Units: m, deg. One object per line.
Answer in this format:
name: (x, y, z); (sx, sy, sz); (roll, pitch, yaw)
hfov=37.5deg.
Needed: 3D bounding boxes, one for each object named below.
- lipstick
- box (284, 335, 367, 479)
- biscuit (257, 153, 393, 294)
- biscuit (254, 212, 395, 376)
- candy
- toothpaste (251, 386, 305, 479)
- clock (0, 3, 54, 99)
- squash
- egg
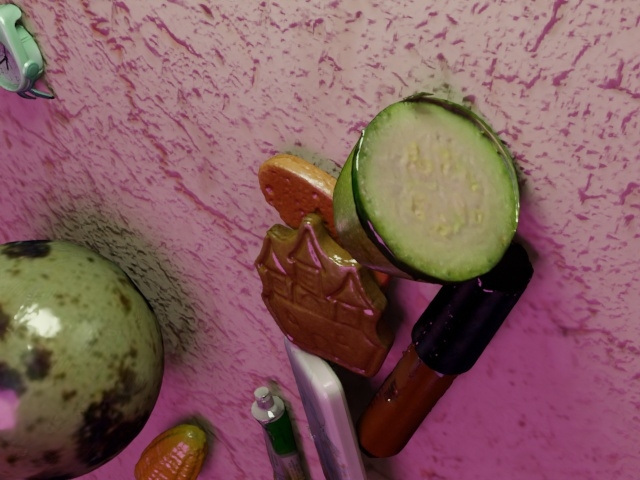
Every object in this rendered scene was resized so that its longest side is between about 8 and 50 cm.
lipstick: (0.119, 0.139, 1.035); (0.077, 0.077, 0.418); (38, 143, 12)
box: (0.016, 0.251, 1.219); (0.142, 0.044, 0.285); (48, 157, 53)
biscuit: (0.000, 0.000, 1.054); (0.186, 0.036, 0.192); (36, 144, 10)
biscuit: (-0.002, 0.060, 1.057); (0.182, 0.034, 0.215); (20, 138, 31)
candy: (-0.238, 0.361, 1.571); (0.106, 0.094, 0.199); (44, 136, 6)
toothpaste: (-0.059, 0.306, 1.387); (0.078, 0.047, 0.248); (20, 138, 37)
clock: (-0.404, -0.238, 1.234); (0.101, 0.041, 0.135); (5, 127, 41)
squash: (0.085, -0.038, 0.852); (0.170, 0.170, 0.123); (53, 158, -7)
egg: (-0.412, 0.169, 1.361); (0.428, 0.345, 0.345); (3, 126, 59)
